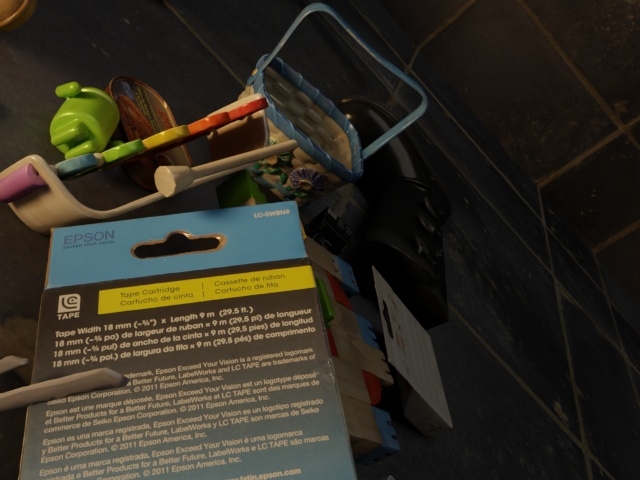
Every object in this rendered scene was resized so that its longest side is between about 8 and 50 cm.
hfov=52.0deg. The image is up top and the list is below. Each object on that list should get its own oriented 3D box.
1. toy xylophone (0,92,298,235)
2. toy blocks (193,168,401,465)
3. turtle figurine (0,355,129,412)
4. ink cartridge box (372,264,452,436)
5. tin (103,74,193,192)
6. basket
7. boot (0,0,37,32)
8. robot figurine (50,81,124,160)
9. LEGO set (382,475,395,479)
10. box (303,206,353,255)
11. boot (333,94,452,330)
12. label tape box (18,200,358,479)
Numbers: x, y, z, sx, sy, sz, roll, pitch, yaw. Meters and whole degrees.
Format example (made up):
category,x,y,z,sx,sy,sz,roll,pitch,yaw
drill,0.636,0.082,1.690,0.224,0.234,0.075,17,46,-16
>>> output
category,x,y,z,sx,sy,sz,roll,pitch,yaw
toy xylophone,-0.167,-0.090,0.720,0.323,0.236,0.081,-32,105,-52
toy blocks,-0.012,0.131,0.807,0.261,0.191,0.381,36,29,-50
turtle figurine,-0.296,0.115,0.348,0.266,0.274,0.198,28,1,-31
ink cartridge box,0.121,0.172,1.004,0.224,0.056,0.181,47,25,-39
tin,-0.241,-0.146,0.911,0.106,0.040,0.189,4,54,-50
basket,-0.005,-0.201,1.056,0.255,0.289,0.201,33,28,-27
boot,-0.454,-0.367,0.698,0.236,0.089,0.269,48,0,18
robot figurine,-0.287,-0.144,0.802,0.101,0.067,0.115,55,21,-31
LEGO set,0.142,0.426,0.785,0.244,0.060,0.182,51,31,-3
box,0.000,0.000,1.047,0.062,0.083,0.052,44,27,-14
boot,0.118,-0.071,1.274,0.367,0.146,0.445,43,33,-13
label tape box,-0.110,0.131,0.557,0.241,0.105,0.333,-6,49,-7
